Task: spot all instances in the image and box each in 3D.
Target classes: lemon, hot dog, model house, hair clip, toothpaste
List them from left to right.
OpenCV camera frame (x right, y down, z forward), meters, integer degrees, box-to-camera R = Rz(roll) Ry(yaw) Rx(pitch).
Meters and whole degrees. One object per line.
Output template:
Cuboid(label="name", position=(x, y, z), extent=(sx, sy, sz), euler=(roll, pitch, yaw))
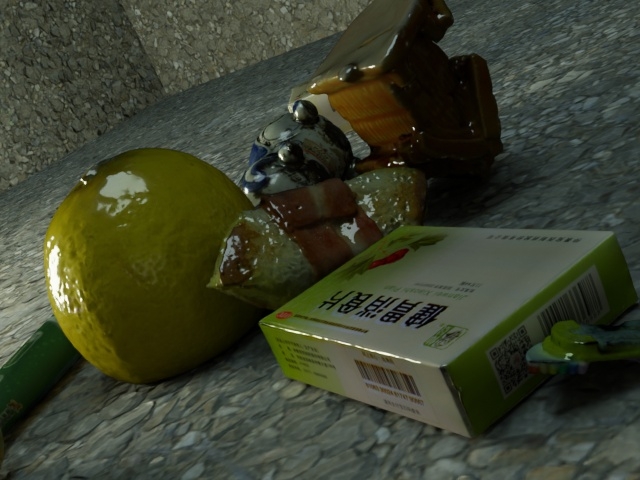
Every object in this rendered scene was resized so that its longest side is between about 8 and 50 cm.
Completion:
Cuboid(label="toothpaste", position=(-0.315, 0.134, 1.105), extent=(0.098, 0.061, 0.392), euler=(-16, 22, 28))
Cuboid(label="lemon", position=(-0.176, 0.012, 0.993), extent=(0.240, 0.219, 0.240), euler=(-24, 21, 9))
Cuboid(label="hot dog", position=(-0.001, 0.005, 0.937), extent=(0.261, 0.123, 0.093), euler=(-16, -25, -26))
Cuboid(label="model house", position=(0.120, -0.156, 1.061), extent=(0.199, 0.229, 0.220), euler=(-6, 43, 56))
Cuboid(label="hair clip", position=(0.220, 0.054, 0.606), extent=(0.188, 0.033, 0.060), euler=(-15, 10, 2))

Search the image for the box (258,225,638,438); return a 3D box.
Cuboid(label="box", position=(0.088, 0.056, 0.744), extent=(0.175, 0.062, 0.260), euler=(-33, 19, -25))

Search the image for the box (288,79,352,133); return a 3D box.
Cuboid(label="box", position=(0.057, -0.263, 1.720), extent=(0.212, 0.095, 0.168), euler=(-23, 19, 9))

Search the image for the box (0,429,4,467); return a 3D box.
Cuboid(label="box", position=(-0.347, 0.195, 0.875), extent=(0.105, 0.106, 0.037), euler=(-35, 11, -29))

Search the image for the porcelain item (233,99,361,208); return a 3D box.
Cuboid(label="porcelain item", position=(-0.052, -0.059, 1.219), extent=(0.186, 0.138, 0.288), euler=(-37, 15, 24))
